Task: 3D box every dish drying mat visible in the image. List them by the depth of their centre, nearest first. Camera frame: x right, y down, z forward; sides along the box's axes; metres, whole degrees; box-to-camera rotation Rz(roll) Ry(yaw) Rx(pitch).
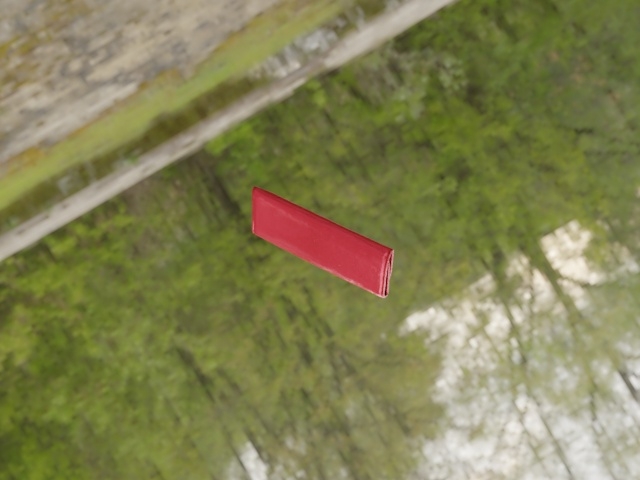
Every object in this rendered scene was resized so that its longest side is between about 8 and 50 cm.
[{"bbox_3d":[0.000,0.000,0.640,0.008,0.083,0.032,-43,148,-39],"label":"dish drying mat"}]
